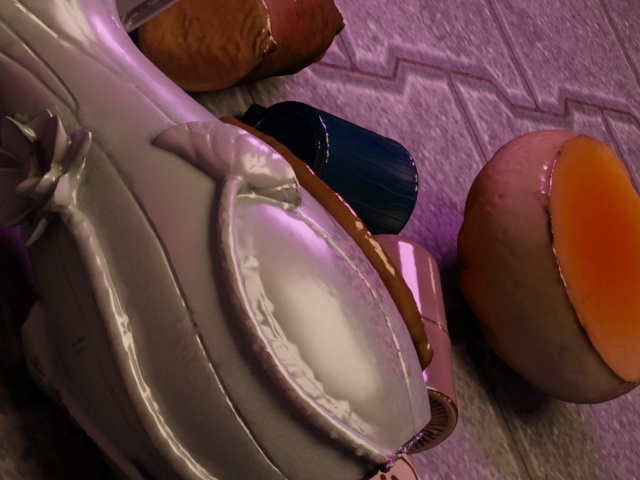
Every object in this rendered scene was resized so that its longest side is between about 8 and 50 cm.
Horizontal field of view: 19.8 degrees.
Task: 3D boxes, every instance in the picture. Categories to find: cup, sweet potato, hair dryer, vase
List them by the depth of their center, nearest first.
[{"bbox_3d":[-0.114,-0.004,1.280,0.445,0.250,0.250,56,26,4],"label":"vase"},{"bbox_3d":[-0.022,0.034,1.562,0.344,0.106,0.189,33,37,-34],"label":"hair dryer"},{"bbox_3d":[-0.010,-0.060,1.677,0.138,0.150,0.113,21,80,-50],"label":"cup"},{"bbox_3d":[-0.041,-0.213,1.723,0.131,0.131,0.336,61,27,1],"label":"sweet potato"}]

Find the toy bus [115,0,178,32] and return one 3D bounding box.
[{"bbox_3d":[-0.196,-0.332,1.597,0.139,0.113,0.302,35,34,-48],"label":"toy bus"}]

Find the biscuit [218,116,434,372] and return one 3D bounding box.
[{"bbox_3d":[-0.004,0.004,1.423,0.260,0.041,0.203,48,-11,13],"label":"biscuit"}]

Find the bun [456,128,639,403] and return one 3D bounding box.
[{"bbox_3d":[0.239,0.031,1.940,0.299,0.164,0.299,26,57,-50],"label":"bun"}]

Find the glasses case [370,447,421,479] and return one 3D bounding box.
[{"bbox_3d":[0.055,0.268,1.469,0.336,0.076,0.144,59,26,-4],"label":"glasses case"}]
